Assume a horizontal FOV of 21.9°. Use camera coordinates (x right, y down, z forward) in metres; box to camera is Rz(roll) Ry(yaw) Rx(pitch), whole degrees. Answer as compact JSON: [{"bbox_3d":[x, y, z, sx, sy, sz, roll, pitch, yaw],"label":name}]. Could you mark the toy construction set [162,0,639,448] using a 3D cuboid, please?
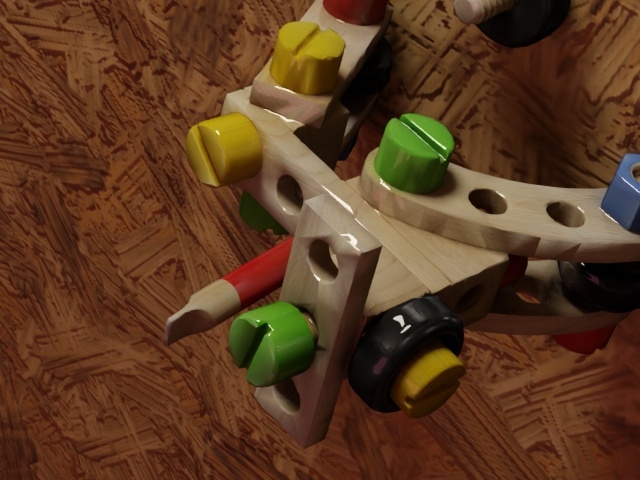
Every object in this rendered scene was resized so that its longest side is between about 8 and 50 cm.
[{"bbox_3d":[0.000,0.000,0.853,0.257,0.237,0.309,55,142,6],"label":"toy construction set"}]
